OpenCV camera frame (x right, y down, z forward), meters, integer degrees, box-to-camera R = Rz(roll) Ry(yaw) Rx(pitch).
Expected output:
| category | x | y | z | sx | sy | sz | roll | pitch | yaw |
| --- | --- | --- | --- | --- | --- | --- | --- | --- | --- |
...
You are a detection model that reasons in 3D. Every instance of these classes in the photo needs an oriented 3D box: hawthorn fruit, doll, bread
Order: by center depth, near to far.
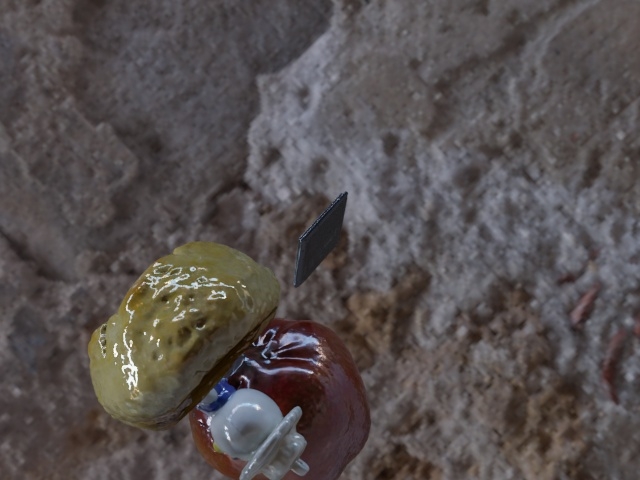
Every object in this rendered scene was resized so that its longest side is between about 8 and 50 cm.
| category | x | y | z | sx | sy | sz | roll | pitch | yaw |
| --- | --- | --- | --- | --- | --- | --- | --- | --- | --- |
| bread | -0.153 | 0.099 | 1.130 | 0.244 | 0.134 | 0.244 | -45 | -4 | -4 |
| doll | -0.130 | 0.200 | 1.334 | 0.119 | 0.293 | 0.138 | -50 | -6 | -7 |
| hawthorn fruit | -0.053 | 0.267 | 1.703 | 0.295 | 0.311 | 0.295 | -25 | 53 | 38 |

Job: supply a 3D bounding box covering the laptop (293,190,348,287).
| category | x | y | z | sx | sy | sz | roll | pitch | yaw |
| --- | --- | --- | --- | --- | --- | --- | --- | --- | --- |
| laptop | 0.000 | 0.000 | 1.828 | 0.129 | 0.016 | 0.180 | -48 | -16 | -25 |
